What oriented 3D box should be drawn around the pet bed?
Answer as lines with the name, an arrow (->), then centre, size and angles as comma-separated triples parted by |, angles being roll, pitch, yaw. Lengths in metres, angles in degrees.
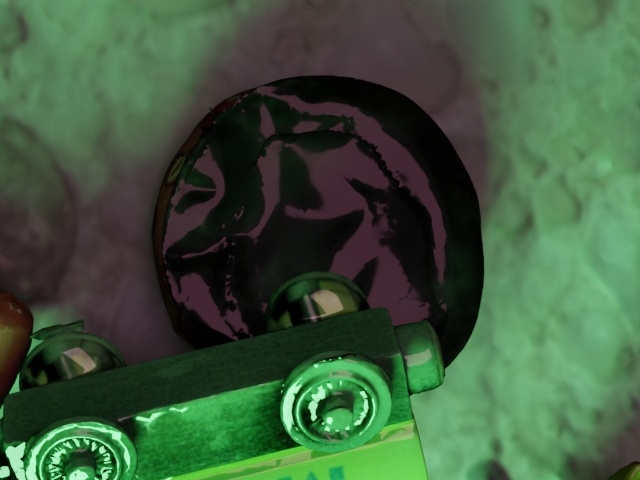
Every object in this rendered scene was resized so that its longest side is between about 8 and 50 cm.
pet bed -> 0.000, 0.000, 1.061 | 0.201, 0.053, 0.201 | 1, 87, -16

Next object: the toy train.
toy train -> -0.054, 0.117, 0.994 | 0.253, 0.105, 0.157 | -13, 122, -4

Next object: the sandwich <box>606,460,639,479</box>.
sandwich -> 0.158, 0.251, 1.051 | 0.122, 0.128, 0.236 | 27, 79, -8

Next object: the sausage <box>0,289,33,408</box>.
sausage -> -0.190, 0.068, 1.002 | 0.054, 0.059, 0.094 | 29, 77, -10
